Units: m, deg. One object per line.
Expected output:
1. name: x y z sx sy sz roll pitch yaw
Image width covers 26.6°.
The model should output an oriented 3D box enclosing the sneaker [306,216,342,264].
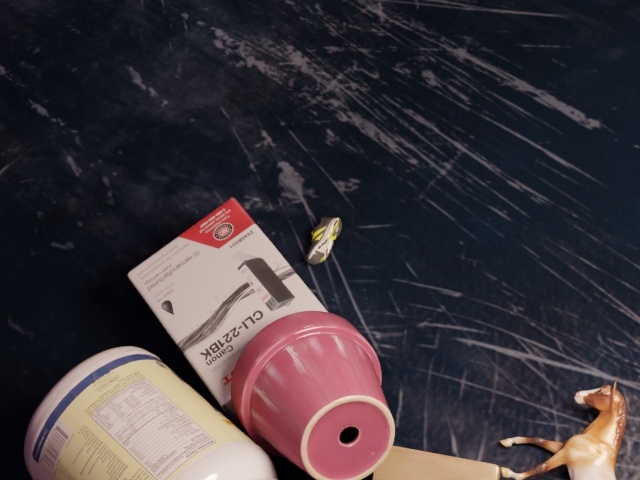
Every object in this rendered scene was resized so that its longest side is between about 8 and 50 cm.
1. sneaker: 0.000 0.000 2.014 0.035 0.031 0.083 17 63 38

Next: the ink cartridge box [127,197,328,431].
1. ink cartridge box: -0.116 0.105 1.935 0.197 0.114 0.273 -37 60 -6

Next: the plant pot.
1. plant pot: 0.003 0.217 1.759 0.201 0.201 0.180 -35 30 -5

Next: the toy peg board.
1. toy peg board: 0.148 0.359 1.758 0.161 0.079 0.160 7 80 20

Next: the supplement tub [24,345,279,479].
1. supplement tub: -0.206 0.316 1.774 0.325 0.235 0.235 37 77 29

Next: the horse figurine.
1. horse figurine: 0.326 0.322 1.724 0.175 0.066 0.263 -15 57 14
